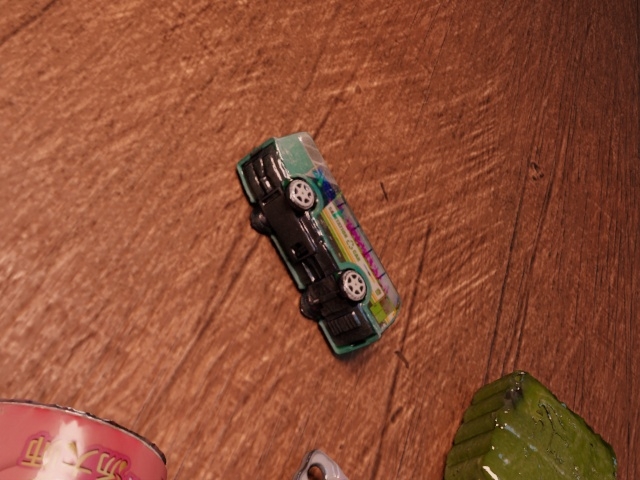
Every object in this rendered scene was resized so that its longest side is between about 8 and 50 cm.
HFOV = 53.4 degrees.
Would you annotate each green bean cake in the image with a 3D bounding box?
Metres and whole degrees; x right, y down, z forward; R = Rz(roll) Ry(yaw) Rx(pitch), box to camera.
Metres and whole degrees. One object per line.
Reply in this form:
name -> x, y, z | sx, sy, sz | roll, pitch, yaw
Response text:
green bean cake -> 0.272, 0.296, 0.814 | 0.214, 0.113, 0.200 | 43, 46, -5

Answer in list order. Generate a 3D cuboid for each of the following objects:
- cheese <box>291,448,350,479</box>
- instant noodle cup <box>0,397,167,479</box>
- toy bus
cheese -> 0.079, 0.327, 0.676 | 0.286, 0.082, 0.163 | 49, 47, -10
instant noodle cup -> -0.204, 0.248, 0.398 | 0.243, 0.244, 0.255 | 31, 45, -25
toy bus -> 0.000, 0.000, 0.758 | 0.109, 0.091, 0.262 | -30, 92, -50
